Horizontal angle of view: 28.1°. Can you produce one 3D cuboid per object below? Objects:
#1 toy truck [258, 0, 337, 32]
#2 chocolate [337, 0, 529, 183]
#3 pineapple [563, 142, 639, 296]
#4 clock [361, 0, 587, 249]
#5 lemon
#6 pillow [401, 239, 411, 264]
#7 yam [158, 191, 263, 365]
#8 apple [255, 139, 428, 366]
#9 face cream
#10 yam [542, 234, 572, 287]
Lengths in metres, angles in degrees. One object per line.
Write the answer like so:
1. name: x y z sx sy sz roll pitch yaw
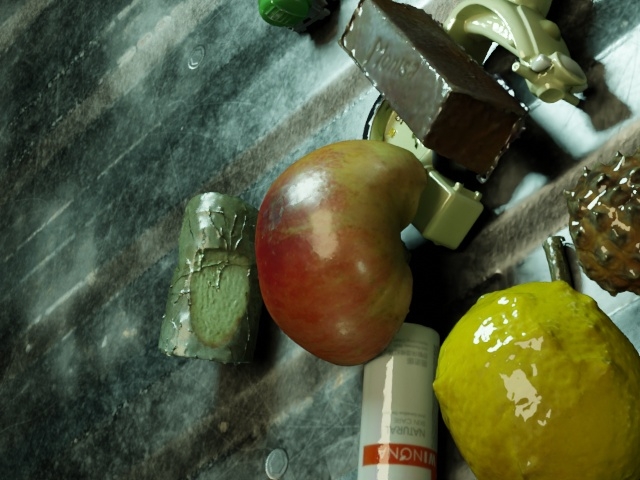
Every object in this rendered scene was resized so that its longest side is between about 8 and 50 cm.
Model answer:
1. toy truck: -0.050 -0.444 2.050 0.101 0.125 0.242 -27 54 37
2. chocolate: 0.130 -0.205 1.603 0.112 0.112 0.321 -59 35 21
3. pineapple: 0.443 -0.050 1.355 0.361 0.175 0.175 -16 61 26
4. clock: 0.209 -0.198 1.687 0.379 0.120 0.276 -57 40 18
5. lemon: 0.246 0.174 1.388 0.233 0.233 0.288 -42 52 25
6. pillow: 0.021 0.031 1.807 0.173 0.067 0.270 -56 42 7
7. yam: -0.155 0.071 1.910 0.154 0.154 0.254 -13 64 42
8. apple: 0.000 0.000 1.638 0.251 0.163 0.293 -18 58 55
9. face cream: 0.095 0.279 1.591 0.102 0.102 0.345 -17 61 41
10. yam: 0.294 0.055 1.541 0.033 0.027 0.129 -33 52 34
